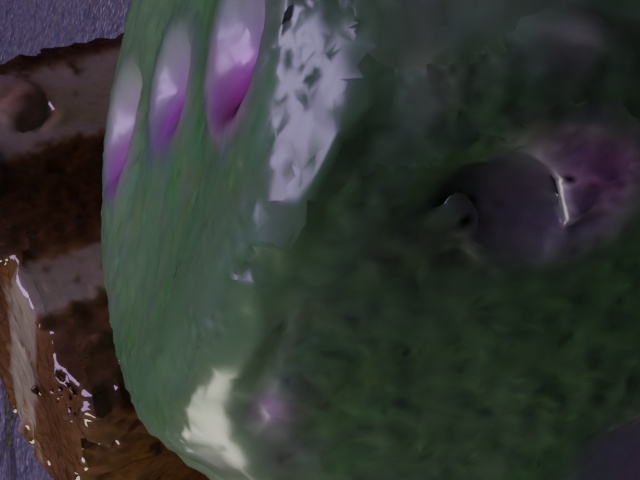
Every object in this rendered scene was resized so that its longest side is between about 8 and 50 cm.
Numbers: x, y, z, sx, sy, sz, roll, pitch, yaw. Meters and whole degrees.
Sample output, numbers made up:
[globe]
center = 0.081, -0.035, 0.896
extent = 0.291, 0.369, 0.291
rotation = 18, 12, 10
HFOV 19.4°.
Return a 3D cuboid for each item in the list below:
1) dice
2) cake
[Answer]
[dice]
center = 0.079, -0.059, 0.920
extent = 0.322, 0.318, 0.330
rotation = -105, 31, -46
[cake]
center = -0.100, 0.019, 1.298
extent = 0.255, 0.282, 0.290
rotation = 106, 143, -59
